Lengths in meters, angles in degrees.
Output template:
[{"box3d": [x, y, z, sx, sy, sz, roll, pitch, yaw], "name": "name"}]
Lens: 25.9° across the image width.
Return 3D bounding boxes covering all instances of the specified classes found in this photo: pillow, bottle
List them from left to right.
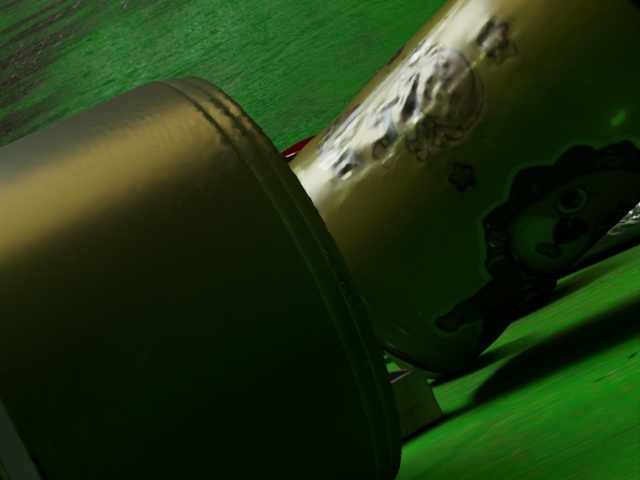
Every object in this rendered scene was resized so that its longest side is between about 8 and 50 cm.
[{"box3d": [0.139, -0.093, 0.804, 0.351, 0.171, 0.171, -46, -9, 24], "name": "bottle"}, {"box3d": [0.251, -0.012, 1.269, 0.229, 0.051, 0.128, -29, -4, 34], "name": "pillow"}]

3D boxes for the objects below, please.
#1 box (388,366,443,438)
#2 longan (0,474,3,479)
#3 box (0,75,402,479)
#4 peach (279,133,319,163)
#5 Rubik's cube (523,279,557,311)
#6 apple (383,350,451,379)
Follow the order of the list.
[{"box3d": [0.021, 0.108, 0.825, 0.079, 0.035, 0.083, -27, 0, -19], "name": "box"}, {"box3d": [-0.411, 0.172, 1.055, 0.404, 0.336, 0.404, -39, -31, -29], "name": "longan"}, {"box3d": [-0.083, 0.053, 0.640, 0.149, 0.226, 0.226, -27, -1, -18], "name": "box"}, {"box3d": [0.000, 0.000, 1.833, 0.338, 0.281, 0.281, -22, -2, -21], "name": "peach"}, {"box3d": [0.135, 0.011, 1.149, 0.112, 0.133, 0.133, 10, -28, -43], "name": "Rubik's cube"}, {"box3d": [0.076, 0.057, 0.970, 0.084, 0.084, 0.071, -27, 16, 37], "name": "apple"}]
